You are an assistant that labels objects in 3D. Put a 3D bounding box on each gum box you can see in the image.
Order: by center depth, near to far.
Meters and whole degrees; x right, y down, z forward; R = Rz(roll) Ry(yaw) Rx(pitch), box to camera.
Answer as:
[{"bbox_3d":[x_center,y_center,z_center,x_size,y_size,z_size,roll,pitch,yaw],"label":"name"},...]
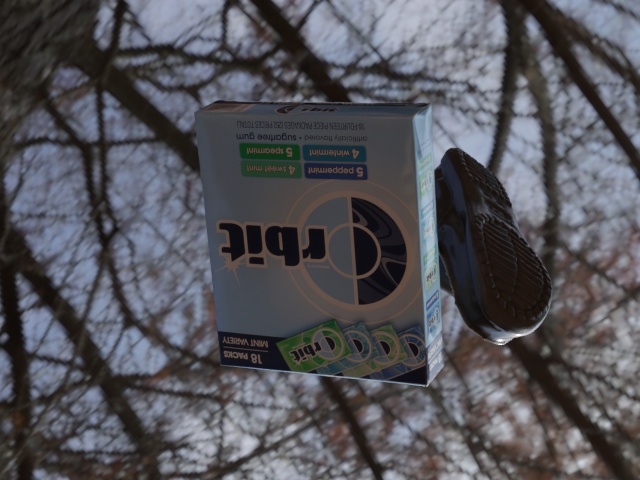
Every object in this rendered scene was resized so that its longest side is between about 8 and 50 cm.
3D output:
[{"bbox_3d":[0.000,0.000,0.950,0.041,0.157,0.184,-40,-51,-60],"label":"gum box"}]

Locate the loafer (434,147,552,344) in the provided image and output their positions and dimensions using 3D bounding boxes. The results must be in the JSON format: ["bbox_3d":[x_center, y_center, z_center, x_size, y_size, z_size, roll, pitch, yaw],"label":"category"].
[{"bbox_3d":[0.114,0.015,1.070,0.080,0.078,0.220,34,-156,-20],"label":"loafer"}]
